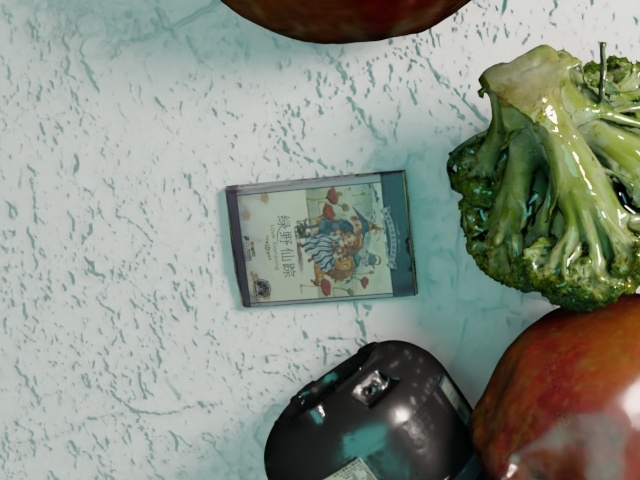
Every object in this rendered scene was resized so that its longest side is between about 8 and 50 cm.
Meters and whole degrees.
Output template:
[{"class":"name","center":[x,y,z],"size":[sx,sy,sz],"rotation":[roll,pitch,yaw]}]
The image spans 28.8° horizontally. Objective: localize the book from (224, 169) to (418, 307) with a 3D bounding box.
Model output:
[{"class":"book","center":[0.000,0.000,1.555],"size":[0.231,0.026,0.157],"rotation":[-5,98,14]}]

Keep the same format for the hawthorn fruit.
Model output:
[{"class":"hawthorn fruit","center":[0.324,0.207,1.373],"size":[0.324,0.308,0.308],"rotation":[-9,97,-2]}]

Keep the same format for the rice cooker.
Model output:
[{"class":"rice cooker","center":[0.070,0.254,1.467],"size":[0.267,0.267,0.224],"rotation":[-34,95,16]}]

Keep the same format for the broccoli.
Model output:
[{"class":"broccoli","center":[0.285,-0.084,1.338],"size":[0.304,0.321,0.283],"rotation":[-44,130,-7]}]

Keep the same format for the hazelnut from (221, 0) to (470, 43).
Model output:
[{"class":"hazelnut","center":[0.040,-0.397,1.322],"size":[0.421,0.353,0.421],"rotation":[-4,114,-10]}]
